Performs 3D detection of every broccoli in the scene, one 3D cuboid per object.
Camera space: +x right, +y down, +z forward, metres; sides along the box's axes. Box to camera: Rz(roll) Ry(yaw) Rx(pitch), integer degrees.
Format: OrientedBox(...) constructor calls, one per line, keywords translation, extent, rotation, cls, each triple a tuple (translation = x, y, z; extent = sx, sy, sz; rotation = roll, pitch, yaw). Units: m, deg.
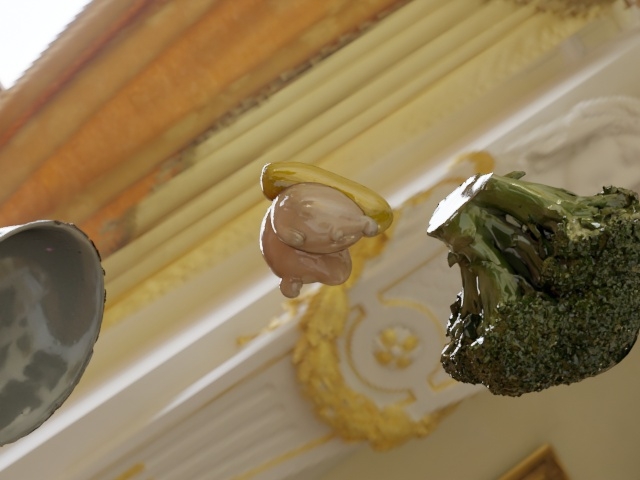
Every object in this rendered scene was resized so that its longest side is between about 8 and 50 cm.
OrientedBox(translation=(0.129, 0.022, 0.674), extent=(0.138, 0.146, 0.162), rotation=(41, -16, -9), cls="broccoli")

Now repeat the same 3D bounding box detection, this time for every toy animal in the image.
OrientedBox(translation=(0.000, 0.000, 0.790), extent=(0.114, 0.091, 0.082), rotation=(-121, -133, -66), cls="toy animal")

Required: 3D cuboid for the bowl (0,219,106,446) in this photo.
OrientedBox(translation=(-0.264, 0.061, 0.932), extent=(0.086, 0.189, 0.189), rotation=(20, -32, 27), cls="bowl")
